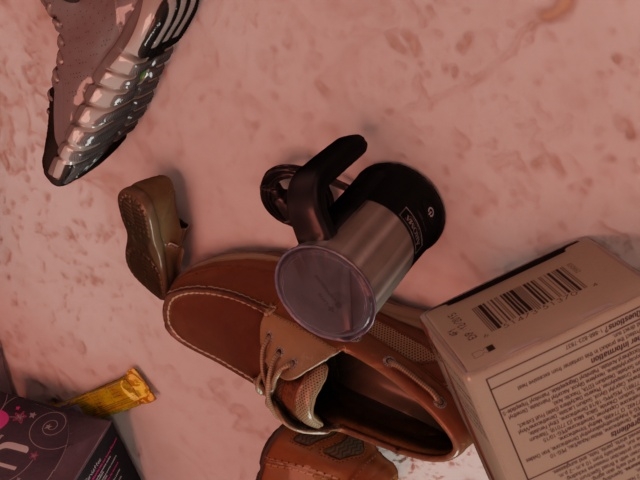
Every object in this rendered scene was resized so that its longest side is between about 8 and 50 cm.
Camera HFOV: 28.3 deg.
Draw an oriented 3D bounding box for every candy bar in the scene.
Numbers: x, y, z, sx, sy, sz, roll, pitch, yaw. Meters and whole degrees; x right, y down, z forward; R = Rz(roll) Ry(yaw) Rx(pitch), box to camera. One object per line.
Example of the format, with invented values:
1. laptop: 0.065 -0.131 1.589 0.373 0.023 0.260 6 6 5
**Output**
1. candy bar: -0.233 0.170 1.325 0.161 0.018 0.040 -24 103 41

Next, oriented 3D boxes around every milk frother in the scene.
1. milk frother: 0.000 0.000 0.991 0.143 0.135 0.129 -29 101 41

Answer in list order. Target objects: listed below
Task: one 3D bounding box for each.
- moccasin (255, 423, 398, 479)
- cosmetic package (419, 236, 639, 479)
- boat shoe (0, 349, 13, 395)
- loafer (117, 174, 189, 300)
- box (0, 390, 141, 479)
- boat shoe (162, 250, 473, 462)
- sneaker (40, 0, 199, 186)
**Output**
1. moccasin: -0.006 0.330 1.228 0.147 0.139 0.380 31 122 22
2. cosmetic package: 0.205 0.167 0.947 0.153 0.129 0.296 -24 109 -3
3. boat shoe: -0.389 0.191 1.397 0.084 0.095 0.258 11 115 30
4. loafer: -0.143 -0.001 1.135 0.056 0.050 0.148 38 151 23
5. box: -0.317 0.298 1.291 0.163 0.247 0.142 11 138 23
6. boat shoe: -0.002 0.098 1.069 0.324 0.116 0.123 13 126 24
7. sneaker: -0.200 -0.160 1.051 0.132 0.086 0.228 42 122 7
